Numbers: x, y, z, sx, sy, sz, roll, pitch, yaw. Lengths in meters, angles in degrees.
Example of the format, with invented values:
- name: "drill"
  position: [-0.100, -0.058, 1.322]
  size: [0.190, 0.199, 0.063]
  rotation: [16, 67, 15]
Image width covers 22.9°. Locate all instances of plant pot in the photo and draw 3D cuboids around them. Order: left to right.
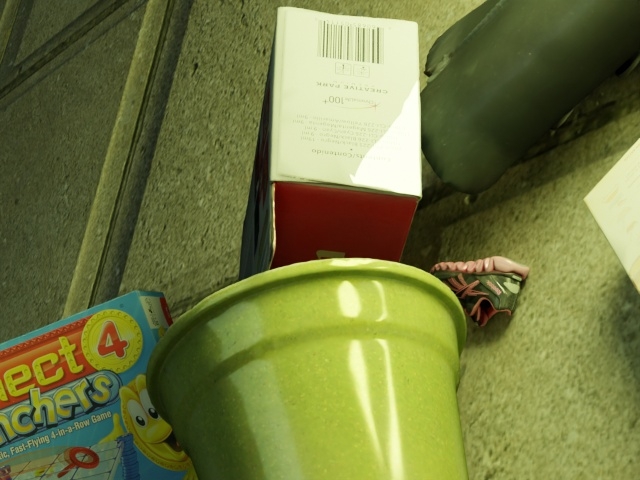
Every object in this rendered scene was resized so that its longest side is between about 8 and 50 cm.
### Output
- name: "plant pot"
  position: [0.015, 0.195, 1.264]
  size: [0.276, 0.276, 0.254]
  rotation: [-43, 46, 32]

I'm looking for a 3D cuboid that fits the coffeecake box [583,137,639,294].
- name: "coffeecake box"
  position: [0.289, -0.016, 1.155]
  size: [0.142, 0.068, 0.185]
  rotation: [-49, 31, 21]

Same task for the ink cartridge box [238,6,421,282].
- name: "ink cartridge box"
  position: [0.000, 0.000, 1.417]
  size: [0.309, 0.130, 0.271]
  rotation: [103, 171, -52]

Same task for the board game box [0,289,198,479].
- name: "board game box"
  position: [-0.245, 0.240, 1.488]
  size: [0.308, 0.086, 0.302]
  rotation: [-22, 84, 8]

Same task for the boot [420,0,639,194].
- name: "boot"
  position: [0.234, -0.187, 1.242]
  size: [0.445, 0.146, 0.367]
  rotation: [-36, 11, 34]

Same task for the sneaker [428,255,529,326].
- name: "sneaker"
  position: [0.133, 0.048, 1.390]
  size: [0.119, 0.047, 0.057]
  rotation: [-12, 68, 57]
